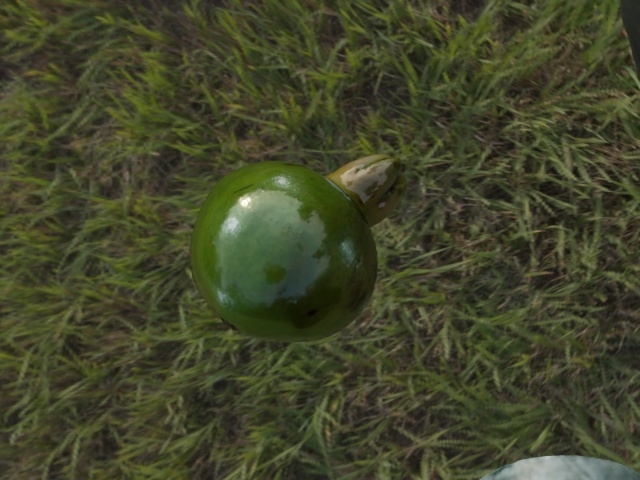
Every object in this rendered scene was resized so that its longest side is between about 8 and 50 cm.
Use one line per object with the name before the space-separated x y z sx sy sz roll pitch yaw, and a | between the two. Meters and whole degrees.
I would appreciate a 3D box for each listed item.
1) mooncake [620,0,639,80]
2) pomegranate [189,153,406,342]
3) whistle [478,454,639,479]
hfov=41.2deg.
mooncake | 0.401 -0.213 0.679 0.306 0.306 0.154 -67 27 13
pomegranate | -0.003 0.014 0.874 0.159 0.241 0.190 21 116 53
whistle | 0.164 0.341 0.768 0.405 0.168 0.188 -34 118 30
